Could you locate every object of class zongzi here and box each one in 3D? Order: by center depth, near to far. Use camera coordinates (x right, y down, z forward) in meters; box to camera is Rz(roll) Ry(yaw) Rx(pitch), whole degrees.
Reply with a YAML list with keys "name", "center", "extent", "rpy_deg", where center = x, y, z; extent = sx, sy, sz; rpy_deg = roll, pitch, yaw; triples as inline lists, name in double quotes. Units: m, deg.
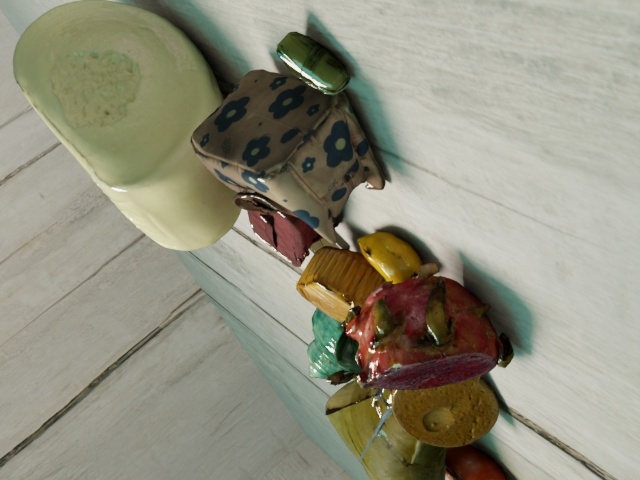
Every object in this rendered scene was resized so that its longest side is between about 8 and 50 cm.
- name: "zongzi"
  center: [-0.004, -0.223, 1.248]
  extent: [0.104, 0.052, 0.113]
  rpy_deg: [42, 178, 8]
- name: "zongzi"
  center: [0.204, 0.424, 1.857]
  extent: [0.393, 0.174, 0.356]
  rpy_deg: [61, 151, 8]

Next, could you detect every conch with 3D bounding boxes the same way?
- name: "conch"
  center: [0.035, 0.212, 1.984]
  extent: [0.134, 0.196, 0.202]
  rpy_deg: [20, 108, 28]

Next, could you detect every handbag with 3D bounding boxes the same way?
- name: "handbag"
  center: [-0.040, -0.117, 1.367]
  extent: [0.251, 0.190, 0.193]
  rpy_deg: [26, 163, 49]
- name: "handbag"
  center: [-0.050, -0.059, 1.625]
  extent: [0.146, 0.135, 0.225]
  rpy_deg: [41, 163, 15]

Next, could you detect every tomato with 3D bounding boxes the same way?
- name: "tomato"
  center: [0.340, 0.514, 2.006]
  extent: [0.225, 0.085, 0.225]
  rpy_deg: [43, 167, 13]

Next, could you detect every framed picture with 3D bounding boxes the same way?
- name: "framed picture"
  center: [0.000, 0.000, 1.863]
  extent: [0.150, 0.015, 0.203]
  rpy_deg: [46, 166, 17]

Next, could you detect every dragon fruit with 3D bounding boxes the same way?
- name: "dragon fruit"
  center: [0.142, 0.135, 1.397]
  extent: [0.211, 0.282, 0.147]
  rpy_deg: [93, 171, -68]

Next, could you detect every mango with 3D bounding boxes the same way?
- name: "mango"
  center: [0.111, 0.029, 1.504]
  extent: [0.101, 0.066, 0.187]
  rpy_deg: [47, 173, -23]

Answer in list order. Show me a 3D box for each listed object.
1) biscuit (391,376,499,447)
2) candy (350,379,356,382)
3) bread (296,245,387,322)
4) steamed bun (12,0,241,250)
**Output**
- name: "biscuit"
  center: [0.218, 0.280, 1.655]
  extent: [0.208, 0.181, 0.049]
  rpy_deg: [52, -158, -31]
- name: "candy"
  center: [0.102, 0.377, 2.349]
  extent: [0.093, 0.092, 0.335]
  rpy_deg: [-21, 119, 29]
- name: "bread"
  center: [0.059, 0.083, 1.667]
  extent: [0.199, 0.104, 0.199]
  rpy_deg: [27, 166, 7]
- name: "steamed bun"
  center: [-0.318, -0.219, 1.731]
  extent: [0.456, 0.290, 0.371]
  rpy_deg: [46, 171, 23]
